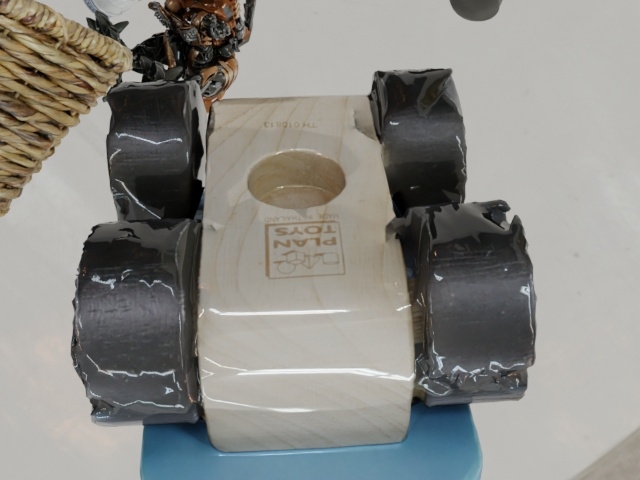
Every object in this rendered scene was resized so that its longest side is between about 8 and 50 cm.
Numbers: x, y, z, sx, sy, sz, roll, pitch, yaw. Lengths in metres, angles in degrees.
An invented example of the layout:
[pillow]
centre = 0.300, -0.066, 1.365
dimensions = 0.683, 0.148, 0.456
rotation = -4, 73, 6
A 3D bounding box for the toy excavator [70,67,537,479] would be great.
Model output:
[toy excavator]
centre = -0.003, 0.169, 0.545
dimensions = 0.222, 0.433, 0.445
rotation = -4, 130, -2

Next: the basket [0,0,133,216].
[basket]
centre = -0.340, -0.190, 0.687
dimensions = 0.223, 0.214, 0.299
rotation = -42, 142, 25

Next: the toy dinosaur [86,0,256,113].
[toy dinosaur]
centre = -0.175, -0.243, 1.153
dimensions = 0.218, 0.164, 0.322
rotation = -25, 123, -41

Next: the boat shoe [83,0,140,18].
[boat shoe]
centre = -0.291, -0.562, 1.491
dimensions = 0.136, 0.156, 0.367
rotation = 39, 66, -35

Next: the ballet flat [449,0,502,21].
[ballet flat]
centre = 0.140, -0.324, 0.834
dimensions = 0.084, 0.058, 0.250
rotation = 3, 149, 26
